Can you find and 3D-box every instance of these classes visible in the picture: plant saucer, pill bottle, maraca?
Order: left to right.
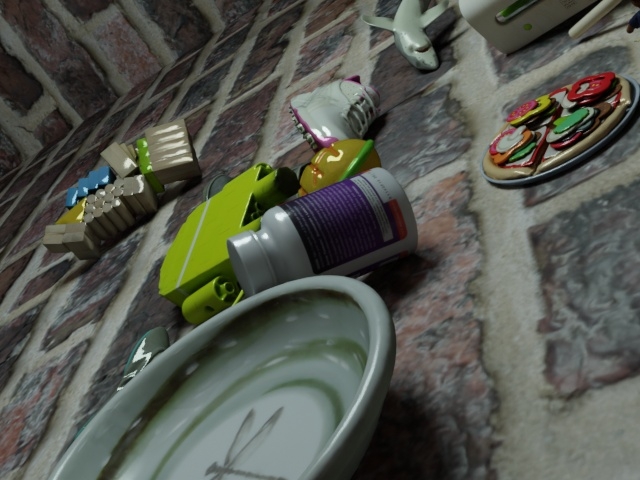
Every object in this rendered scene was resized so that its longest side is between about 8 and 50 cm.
[{"bbox_3d":[-0.085,0.198,0.855,0.400,0.100,0.400,-32,22,14],"label":"plant saucer"},{"bbox_3d":[0.000,0.000,1.056,0.194,0.108,0.108,-22,17,-15],"label":"pill bottle"},{"bbox_3d":[0.016,-0.059,1.251,0.185,0.099,0.127,-53,0,38],"label":"maraca"}]

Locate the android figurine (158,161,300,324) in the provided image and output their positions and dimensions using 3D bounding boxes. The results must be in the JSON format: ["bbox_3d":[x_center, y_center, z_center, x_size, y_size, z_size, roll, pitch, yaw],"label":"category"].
[{"bbox_3d":[-0.136,0.002,1.326,0.273,0.056,0.248,-31,34,41],"label":"android figurine"}]

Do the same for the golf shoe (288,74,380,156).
[{"bbox_3d":[0.032,-0.193,1.484,0.140,0.115,0.306,-31,23,5],"label":"golf shoe"}]

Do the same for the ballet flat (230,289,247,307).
[{"bbox_3d":[-0.070,0.080,1.125,0.231,0.077,0.077,-44,9,-15],"label":"ballet flat"}]

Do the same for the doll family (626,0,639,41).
[{"bbox_3d":[0.377,-0.212,0.980,0.076,0.111,0.193,-45,22,-21],"label":"doll family"}]

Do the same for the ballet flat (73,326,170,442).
[{"bbox_3d":[-0.214,0.190,1.144,0.068,0.072,0.213,7,41,22],"label":"ballet flat"}]

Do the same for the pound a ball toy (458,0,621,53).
[{"bbox_3d":[0.333,-0.380,1.304,0.319,0.136,0.208,-29,33,45],"label":"pound a ball toy"}]

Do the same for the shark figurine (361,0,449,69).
[{"bbox_3d":[0.183,-0.389,1.685,0.166,0.116,0.278,17,58,23],"label":"shark figurine"}]

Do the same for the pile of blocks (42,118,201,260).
[{"bbox_3d":[-0.391,-0.094,1.901,0.362,0.112,0.149,-37,63,-8],"label":"pile of blocks"}]

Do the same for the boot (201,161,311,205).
[{"bbox_3d":[-0.093,-0.074,1.473,0.208,0.076,0.189,-32,35,30],"label":"boot"}]

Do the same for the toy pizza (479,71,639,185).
[{"bbox_3d":[0.268,-0.136,1.100,0.201,0.032,0.201,-31,22,14],"label":"toy pizza"}]
